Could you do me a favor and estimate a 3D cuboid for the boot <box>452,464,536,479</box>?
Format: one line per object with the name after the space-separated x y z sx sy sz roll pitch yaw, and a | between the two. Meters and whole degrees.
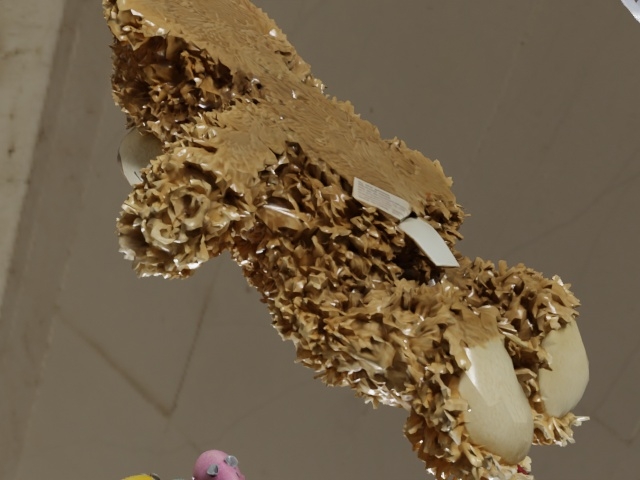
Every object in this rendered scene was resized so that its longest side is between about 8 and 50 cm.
0.126 0.284 0.854 0.236 0.085 0.179 -98 -149 -81 | boot

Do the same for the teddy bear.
0.000 0.000 0.538 0.338 0.245 0.113 37 -60 3 | teddy bear

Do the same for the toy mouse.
-0.108 0.198 0.817 0.143 0.161 0.031 -14 -87 41 | toy mouse

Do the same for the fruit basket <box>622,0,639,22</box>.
0.382 -0.212 0.747 0.327 0.353 0.165 -27 -149 47 | fruit basket
